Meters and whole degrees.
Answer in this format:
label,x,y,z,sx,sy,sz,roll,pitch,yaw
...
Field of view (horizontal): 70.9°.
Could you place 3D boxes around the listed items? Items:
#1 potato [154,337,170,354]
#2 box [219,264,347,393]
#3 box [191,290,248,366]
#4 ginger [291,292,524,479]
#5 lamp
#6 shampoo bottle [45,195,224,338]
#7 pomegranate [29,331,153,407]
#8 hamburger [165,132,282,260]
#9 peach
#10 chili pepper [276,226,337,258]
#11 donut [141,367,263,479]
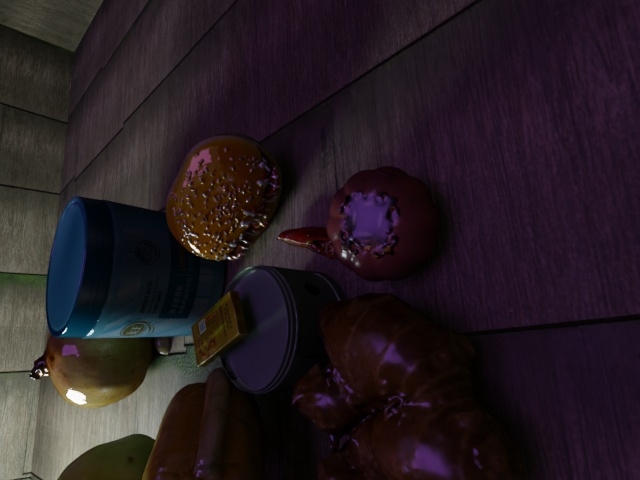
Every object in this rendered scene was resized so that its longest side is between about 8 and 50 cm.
label,x,y,z,sx,sy,sz,roll,pitch,yaw
potato,-0.476,0.294,1.342,0.037,0.036,0.093,-56,46,28
box,-0.072,0.164,0.840,0.226,0.149,0.226,-11,74,45
box,-0.193,0.168,0.841,0.156,0.022,0.089,-42,53,34
ginger,0.094,0.222,0.634,0.274,0.152,0.358,-41,56,29
lamp,0.100,-0.025,0.708,0.181,0.140,0.182,0,90,31
shampoo bottle,-0.470,0.081,1.151,0.331,0.342,0.332,-12,73,45
pomegranate,-0.688,0.343,1.356,0.338,0.338,0.339,-12,73,46
hamburger,-0.214,-0.095,1.001,0.295,0.227,0.151,-57,23,27
peach,-0.498,0.660,1.111,0.314,0.281,0.316,-35,82,-4
chili pepper,0.000,0.000,0.874,0.267,0.059,0.050,9,50,51
donut,-0.222,0.465,0.823,0.449,0.197,0.450,-169,90,-78
